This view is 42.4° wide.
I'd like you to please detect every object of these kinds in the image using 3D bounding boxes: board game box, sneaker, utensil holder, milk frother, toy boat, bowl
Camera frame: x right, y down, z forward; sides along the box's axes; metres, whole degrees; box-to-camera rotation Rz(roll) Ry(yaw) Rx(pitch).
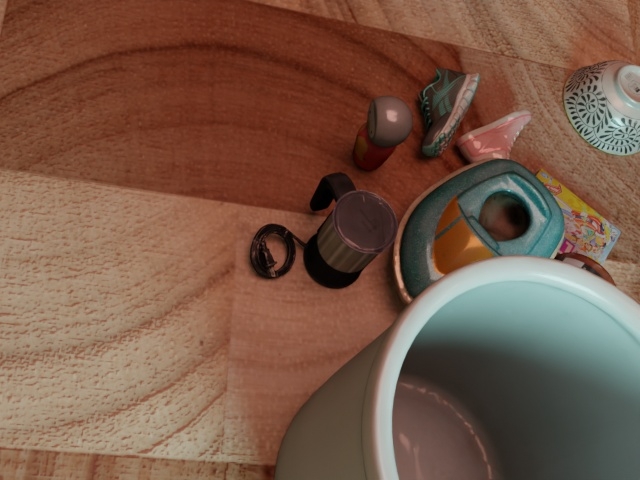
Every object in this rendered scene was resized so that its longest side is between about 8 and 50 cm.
[{"bbox_3d":[0.357,-0.021,1.217,0.154,0.026,0.103,38,63,0],"label":"board game box"},{"bbox_3d":[0.174,-0.193,1.221,0.076,0.065,0.166,24,59,11],"label":"sneaker"},{"bbox_3d":[0.139,0.234,0.839,0.328,0.385,0.327,7,66,-16],"label":"utensil holder"},{"bbox_3d":[0.000,0.000,1.033,0.143,0.135,0.129,-36,82,-27],"label":"milk frother"},{"bbox_3d":[0.165,-0.050,1.093,0.267,0.148,0.318,-42,83,-21],"label":"toy boat"},{"bbox_3d":[0.483,-0.228,1.315,0.170,0.080,0.170,7,66,-16],"label":"bowl"},{"bbox_3d":[0.271,-0.144,1.229,0.134,0.051,0.070,-25,79,-22],"label":"sneaker"}]

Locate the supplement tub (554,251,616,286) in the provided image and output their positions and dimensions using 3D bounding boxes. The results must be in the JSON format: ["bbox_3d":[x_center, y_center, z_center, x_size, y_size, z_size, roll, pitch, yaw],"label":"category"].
[{"bbox_3d":[0.304,0.111,1.101,0.106,0.106,0.198,46,62,4],"label":"supplement tub"}]
